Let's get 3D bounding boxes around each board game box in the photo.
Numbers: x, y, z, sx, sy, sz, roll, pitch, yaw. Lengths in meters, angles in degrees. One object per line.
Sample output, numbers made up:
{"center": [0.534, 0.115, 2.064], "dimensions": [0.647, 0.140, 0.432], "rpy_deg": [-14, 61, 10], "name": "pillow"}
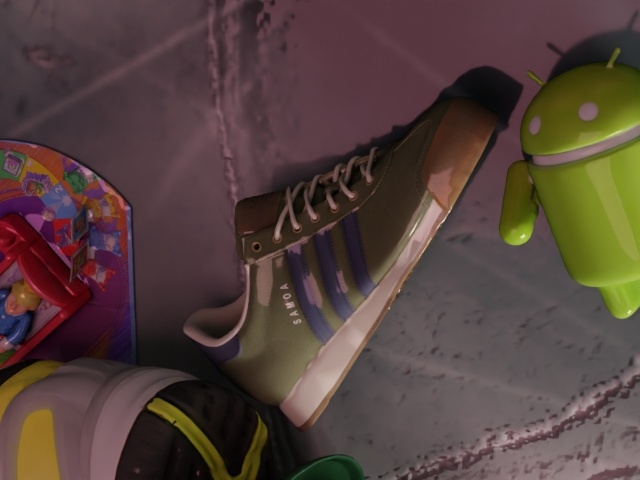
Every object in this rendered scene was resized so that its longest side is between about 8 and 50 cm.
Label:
{"center": [-0.164, 0.032, 0.802], "dimensions": [0.133, 0.033, 0.168], "rpy_deg": [7, 111, 15], "name": "board game box"}

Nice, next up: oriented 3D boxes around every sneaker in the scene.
{"center": [-0.110, 0.232, 0.820], "dimensions": [0.147, 0.145, 0.384], "rpy_deg": [18, 113, 33], "name": "sneaker"}
{"center": [0.000, 0.000, 0.718], "dimensions": [0.086, 0.064, 0.192], "rpy_deg": [31, 119, -1], "name": "sneaker"}

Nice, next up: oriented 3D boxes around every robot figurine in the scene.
{"center": [0.128, -0.026, 0.668], "dimensions": [0.101, 0.067, 0.115], "rpy_deg": [-14, 105, 34], "name": "robot figurine"}

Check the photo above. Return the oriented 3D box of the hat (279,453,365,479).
{"center": [0.045, 0.209, 0.705], "dimensions": [0.184, 0.173, 0.208], "rpy_deg": [27, 78, 24], "name": "hat"}
